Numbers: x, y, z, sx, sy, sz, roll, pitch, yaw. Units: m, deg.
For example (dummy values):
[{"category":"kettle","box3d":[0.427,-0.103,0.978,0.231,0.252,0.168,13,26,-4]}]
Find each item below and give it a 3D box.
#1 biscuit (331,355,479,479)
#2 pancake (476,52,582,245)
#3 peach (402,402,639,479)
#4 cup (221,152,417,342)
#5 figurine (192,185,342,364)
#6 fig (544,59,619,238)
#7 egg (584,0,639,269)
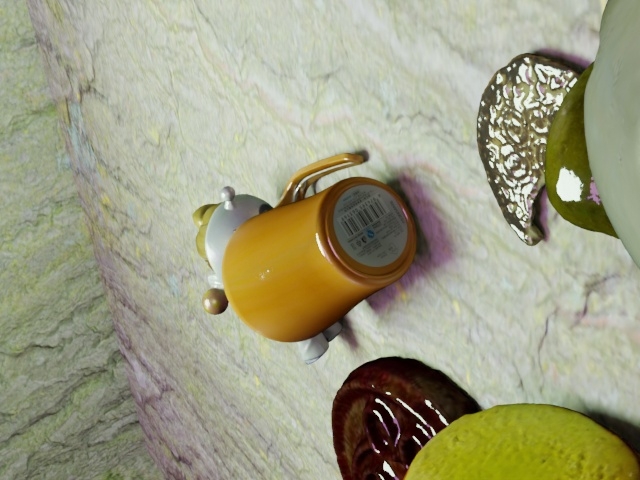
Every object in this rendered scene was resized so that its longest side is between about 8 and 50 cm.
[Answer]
[{"category":"biscuit","box3d":[0.144,0.349,1.171,0.407,0.091,0.407,45,148,40]},{"category":"pancake","box3d":[0.202,-0.075,0.763,0.190,0.020,0.184,13,123,62]},{"category":"peach","box3d":[0.215,0.283,0.814,0.245,0.248,0.275,35,162,-19]},{"category":"cup","box3d":[0.000,0.000,1.094,0.264,0.182,0.226,-30,53,58]},{"category":"figurine","box3d":[-0.079,0.057,1.249,0.133,0.194,0.274,-27,85,50]},{"category":"fig","box3d":[0.241,-0.082,0.609,0.126,0.185,0.133,33,174,-37]},{"category":"egg","box3d":[0.282,-0.042,0.325,0.336,0.278,0.278,32,139,51]}]
